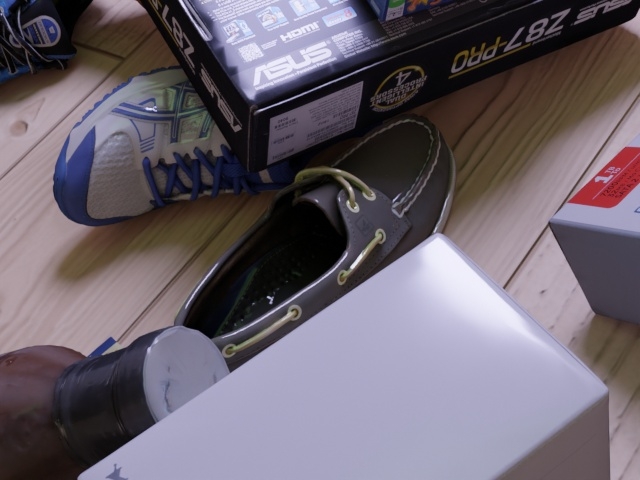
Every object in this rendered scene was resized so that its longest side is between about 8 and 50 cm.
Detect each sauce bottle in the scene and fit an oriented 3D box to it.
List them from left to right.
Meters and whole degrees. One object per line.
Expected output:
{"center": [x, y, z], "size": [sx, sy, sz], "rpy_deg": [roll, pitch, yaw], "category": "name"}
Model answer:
{"center": [-0.199, 0.129, 0.653], "size": [0.344, 0.111, 0.111], "rpy_deg": [-19, 42, 34], "category": "sauce bottle"}

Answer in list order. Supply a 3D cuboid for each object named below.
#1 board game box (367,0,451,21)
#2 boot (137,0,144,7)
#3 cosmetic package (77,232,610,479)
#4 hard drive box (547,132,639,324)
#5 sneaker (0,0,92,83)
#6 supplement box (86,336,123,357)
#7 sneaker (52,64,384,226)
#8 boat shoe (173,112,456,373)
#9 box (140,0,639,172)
{"center": [0.065, -0.271, 0.826], "size": [0.136, 0.035, 0.201], "rpy_deg": [-19, 62, -16], "category": "board game box"}
{"center": [-0.193, -0.275, 1.028], "size": [0.283, 0.109, 0.220], "rpy_deg": [6, 45, -38], "category": "boot"}
{"center": [0.030, 0.158, 0.563], "size": [0.224, 0.225, 0.138], "rpy_deg": [-34, 49, -12], "category": "cosmetic package"}
{"center": [0.296, -0.019, 0.669], "size": [0.181, 0.089, 0.232], "rpy_deg": [-42, 25, -20], "category": "hard drive box"}
{"center": [-0.341, -0.218, 1.067], "size": [0.147, 0.130, 0.330], "rpy_deg": [17, 57, 32], "category": "sneaker"}
{"center": [-0.132, 0.128, 0.733], "size": [0.056, 0.083, 0.083], "rpy_deg": [-41, 51, -19], "category": "supplement box"}
{"center": [-0.083, -0.088, 0.887], "size": [0.296, 0.112, 0.131], "rpy_deg": [-31, 49, -9], "category": "sneaker"}
{"center": [0.004, 0.002, 0.796], "size": [0.109, 0.091, 0.305], "rpy_deg": [24, 61, 32], "category": "boat shoe"}
{"center": [0.041, -0.263, 0.897], "size": [0.394, 0.097, 0.318], "rpy_deg": [-25, 65, -18], "category": "box"}
